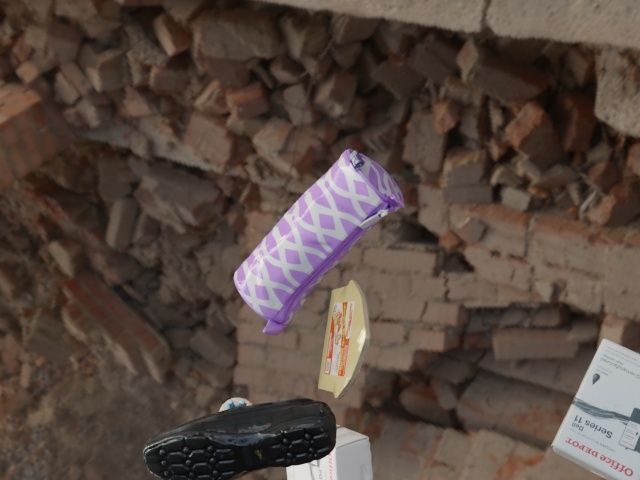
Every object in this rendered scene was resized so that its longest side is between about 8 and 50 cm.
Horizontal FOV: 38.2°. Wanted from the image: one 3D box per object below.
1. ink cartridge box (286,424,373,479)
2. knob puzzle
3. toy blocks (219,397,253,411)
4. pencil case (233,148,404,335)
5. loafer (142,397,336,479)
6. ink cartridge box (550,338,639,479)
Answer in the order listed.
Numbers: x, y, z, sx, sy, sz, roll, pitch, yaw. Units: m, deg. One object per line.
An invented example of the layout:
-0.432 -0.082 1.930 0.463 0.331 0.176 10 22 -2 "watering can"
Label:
0.016 0.531 2.190 0.237 0.100 0.172 6 103 57 "ink cartridge box"
0.050 0.160 1.494 0.030 0.213 0.213 11 142 -16 "knob puzzle"
-0.139 0.283 1.307 0.054 0.123 0.148 36 155 18 "toy blocks"
0.000 0.000 0.958 0.206 0.086 0.088 -47 55 21 "pencil case"
-0.092 0.229 1.068 0.223 0.078 0.076 -9 111 0 "loafer"
0.502 0.295 1.562 0.153 0.208 0.087 25 171 19 "ink cartridge box"
